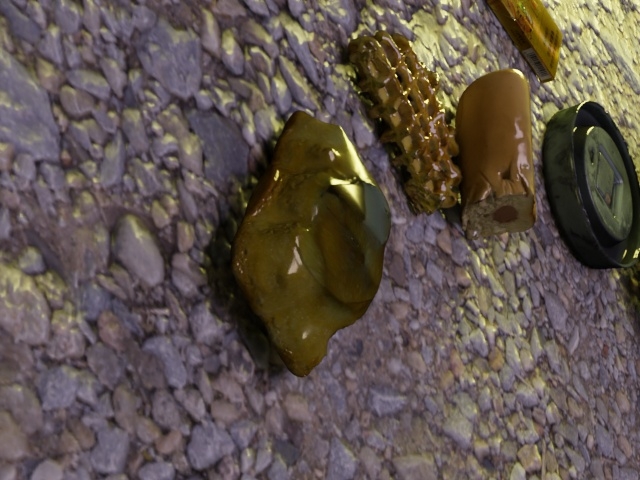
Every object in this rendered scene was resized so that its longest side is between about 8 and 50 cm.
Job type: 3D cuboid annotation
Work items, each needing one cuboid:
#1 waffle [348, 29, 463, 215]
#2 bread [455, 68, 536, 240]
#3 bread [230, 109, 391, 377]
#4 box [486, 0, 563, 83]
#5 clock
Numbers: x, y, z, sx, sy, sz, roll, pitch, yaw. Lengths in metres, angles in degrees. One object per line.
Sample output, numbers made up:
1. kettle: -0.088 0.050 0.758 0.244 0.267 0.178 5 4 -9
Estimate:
1. waffle: 0.093 -0.121 1.402 0.160 0.046 0.192 1 78 -58
2. bread: 0.192 -0.095 1.492 0.134 0.085 0.173 64 24 -66
3. bread: 0.000 0.000 1.189 0.161 0.088 0.233 54 38 -26
4. box: 0.263 -0.283 1.728 0.156 0.022 0.089 49 42 -35
5. clock: 0.361 -0.071 1.777 0.226 0.049 0.226 26 57 -49
